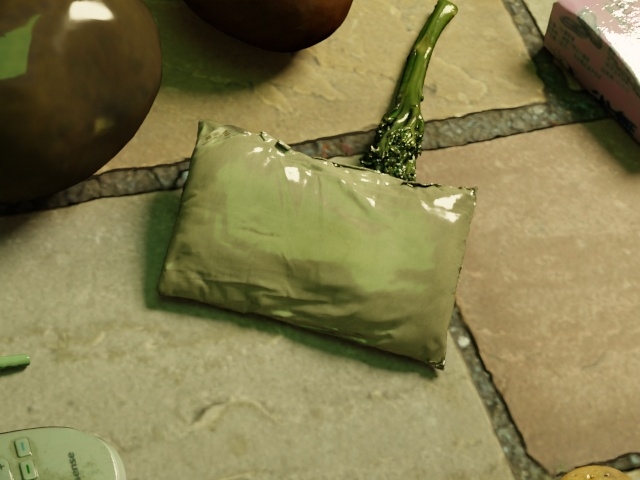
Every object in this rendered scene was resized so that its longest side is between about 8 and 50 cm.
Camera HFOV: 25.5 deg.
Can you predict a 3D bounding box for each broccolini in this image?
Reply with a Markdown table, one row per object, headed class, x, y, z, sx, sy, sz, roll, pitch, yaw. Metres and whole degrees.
| class | x | y | z | sx | sy | sz | roll | pitch | yaw |
| --- | --- | --- | --- | --- | --- | --- | --- | --- | --- |
| broccolini | 0.081 | -0.123 | 1.197 | 0.054 | 0.051 | 0.239 | 10 | 47 | 13 |

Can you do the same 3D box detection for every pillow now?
| class | x | y | z | sx | sy | sz | roll | pitch | yaw |
| --- | --- | --- | --- | --- | --- | --- | --- | --- | --- |
| pillow | 0.000 | 0.000 | 1.078 | 0.230 | 0.050 | 0.148 | 14 | 77 | 2 |

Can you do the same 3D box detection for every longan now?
| class | x | y | z | sx | sy | sz | roll | pitch | yaw |
| --- | --- | --- | --- | --- | --- | --- | --- | --- | --- |
| longan | -0.223 | -0.123 | 1.052 | 0.198 | 0.198 | 0.212 | 23 | 61 | 5 |

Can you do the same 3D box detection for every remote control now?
| class | x | y | z | sx | sy | sz | roll | pitch | yaw |
| --- | --- | --- | --- | --- | --- | --- | --- | --- | --- |
| remote control | -0.253 | 0.183 | 0.920 | 0.256 | 0.045 | 0.097 | -11 | 57 | -13 |

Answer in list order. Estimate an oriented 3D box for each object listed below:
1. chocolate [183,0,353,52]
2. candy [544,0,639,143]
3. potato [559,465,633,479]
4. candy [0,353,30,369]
| class | x | y | z | sx | sy | sz | roll | pitch | yaw |
| --- | --- | --- | --- | --- | --- | --- | --- | --- | --- |
| chocolate | -0.045 | -0.235 | 1.190 | 0.177 | 0.176 | 0.176 | 5 | 55 | -7 |
| candy | 0.279 | -0.157 | 1.233 | 0.092 | 0.073 | 0.160 | -30 | 67 | -22 |
| potato | 0.198 | 0.198 | 0.987 | 0.068 | 0.062 | 0.083 | -20 | 82 | -6 |
| candy | -0.296 | 0.097 | 0.975 | 0.194 | 0.058 | 0.062 | -7 | 25 | -26 |
